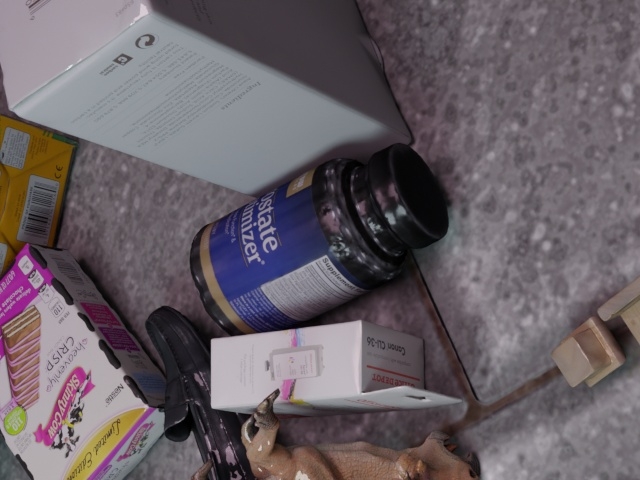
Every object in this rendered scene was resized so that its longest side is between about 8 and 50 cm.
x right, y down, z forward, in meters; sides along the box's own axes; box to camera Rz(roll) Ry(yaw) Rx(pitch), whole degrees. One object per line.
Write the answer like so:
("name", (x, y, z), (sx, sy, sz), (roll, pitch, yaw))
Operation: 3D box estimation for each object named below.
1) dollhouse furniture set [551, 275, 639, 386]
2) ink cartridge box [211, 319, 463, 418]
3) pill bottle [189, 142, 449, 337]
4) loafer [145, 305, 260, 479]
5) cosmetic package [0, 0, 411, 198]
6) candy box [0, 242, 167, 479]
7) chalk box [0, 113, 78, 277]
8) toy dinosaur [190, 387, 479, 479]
("dollhouse furniture set", (0.396, 0.110, 1.054), (0.303, 0.174, 0.355), (60, 143, 14))
("ink cartridge box", (0.015, 0.115, 1.258), (0.198, 0.115, 0.067), (-8, 75, 31))
("pill bottle", (0.000, 0.000, 1.288), (0.219, 0.123, 0.123), (-27, 66, 26))
("loafer", (-0.117, 0.158, 1.350), (0.078, 0.076, 0.223), (-26, 62, -15))
("cosmetic package", (-0.103, -0.181, 1.238), (0.156, 0.385, 0.217), (-31, 62, 24))
("candy box", (-0.264, 0.139, 1.453), (0.159, 0.071, 0.233), (-49, 64, 15))
("chalk box", (-0.443, -0.060, 1.561), (0.289, 0.179, 0.180), (9, 84, 34))
("toy dinosaur", (-0.022, 0.251, 1.200), (0.200, 0.127, 0.296), (45, 100, 4))
